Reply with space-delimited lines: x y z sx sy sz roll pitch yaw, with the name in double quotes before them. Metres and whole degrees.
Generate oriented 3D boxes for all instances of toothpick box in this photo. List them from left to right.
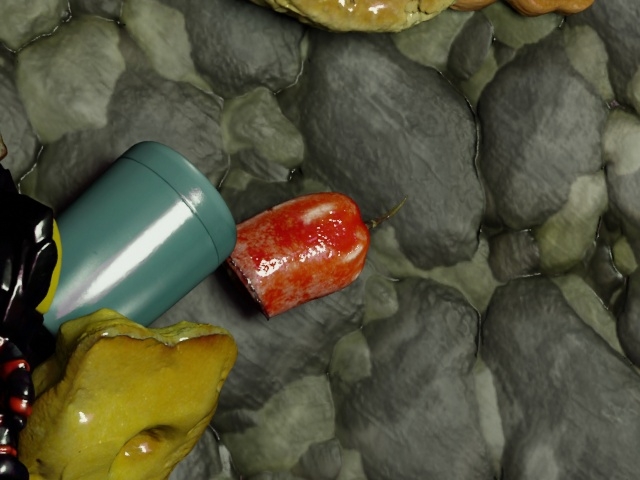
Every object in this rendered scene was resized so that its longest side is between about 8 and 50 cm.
"toothpick box" -0.167 0.018 1.444 0.184 0.120 0.120 -43 105 -20

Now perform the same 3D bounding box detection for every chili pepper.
"chili pepper" 0.000 0.000 1.560 0.192 0.084 0.086 -25 113 -25

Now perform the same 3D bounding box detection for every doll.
"doll" -0.247 0.060 1.333 0.127 0.088 0.249 -5 72 8

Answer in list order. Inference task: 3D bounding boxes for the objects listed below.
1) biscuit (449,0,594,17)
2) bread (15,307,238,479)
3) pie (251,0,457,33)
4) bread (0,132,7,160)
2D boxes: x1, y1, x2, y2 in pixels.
"biscuit" 0.128 -0.320 1.689 0.334 0.047 0.202 27 72 -20
"bread" -0.169 0.143 1.395 0.161 0.233 0.088 -1 43 -49
"pie" 0.020 -0.337 1.571 0.339 0.083 0.339 4 82 -28
"bread" -0.407 -0.200 1.337 0.165 0.113 0.416 -36 103 -26
